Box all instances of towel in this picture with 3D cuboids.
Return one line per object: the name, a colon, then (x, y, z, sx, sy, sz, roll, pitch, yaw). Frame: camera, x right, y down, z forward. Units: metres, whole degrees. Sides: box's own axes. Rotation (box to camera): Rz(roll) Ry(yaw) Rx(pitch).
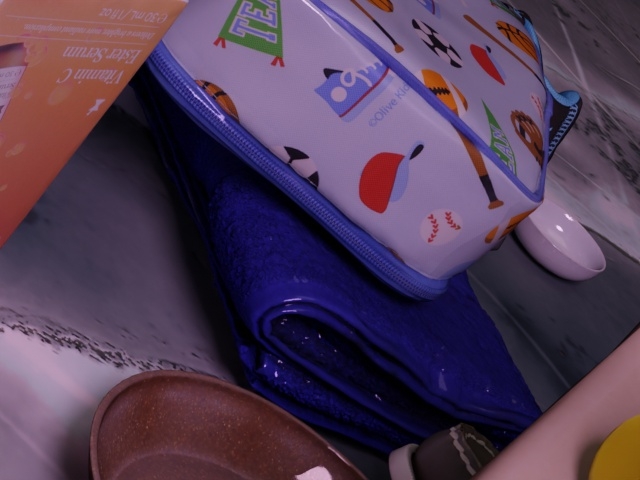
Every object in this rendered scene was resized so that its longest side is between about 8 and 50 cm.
towel: (0.000, 0.000, 1.064, 0.227, 0.076, 0.308, 33, 23, -37)

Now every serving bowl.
serving bowl: (0.173, 0.002, 1.375, 0.083, 0.027, 0.083, 34, 24, -18)

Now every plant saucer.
plant saucer: (-0.026, 0.141, 0.804, 0.198, 0.036, 0.198, 33, 25, -18)

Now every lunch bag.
lunch bag: (0.011, -0.115, 1.034, 0.243, 0.115, 0.303, 38, 21, -16)

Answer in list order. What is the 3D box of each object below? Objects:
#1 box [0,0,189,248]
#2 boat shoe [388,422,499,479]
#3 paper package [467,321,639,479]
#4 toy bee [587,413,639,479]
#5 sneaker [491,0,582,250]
box: (-0.164, -0.073, 0.796, 0.091, 0.170, 0.130, 47, 23, 17)
boat shoe: (0.155, 0.198, 0.874, 0.305, 0.091, 0.109, 49, 18, 2)
paper package: (0.145, 0.221, 0.660, 0.325, 0.168, 0.309, 47, 43, 8)
toy bee: (0.154, 0.114, 0.551, 0.298, 0.162, 0.195, 7, 19, -45)
sneaker: (0.100, -0.136, 1.365, 0.125, 0.139, 0.341, 22, 28, -32)
